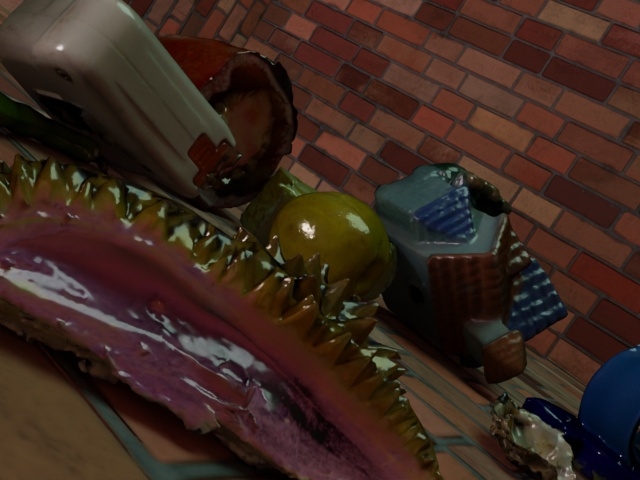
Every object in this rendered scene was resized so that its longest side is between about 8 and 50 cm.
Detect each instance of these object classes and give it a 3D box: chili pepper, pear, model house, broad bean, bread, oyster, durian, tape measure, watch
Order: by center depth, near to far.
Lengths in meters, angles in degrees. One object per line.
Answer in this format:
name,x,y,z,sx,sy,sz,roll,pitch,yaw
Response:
durian,-0.070,0.032,0.448,0.341,0.112,0.191,30,8,-11
oyster,0.222,0.217,0.789,0.103,0.051,0.148,35,21,-2
broad bean,-0.318,-0.127,0.817,0.069,0.039,0.227,35,3,27
tape measure,-0.265,-0.184,0.920,0.265,0.130,0.258,18,-23,39
pear,0.011,0.008,0.955,0.162,0.148,0.149,32,4,37
watch,0.425,0.242,0.984,0.196,0.200,0.171,33,7,-37
bread,0.000,0.000,1.126,0.257,0.124,0.186,34,12,6
model house,0.263,0.060,1.171,0.329,0.252,0.294,-133,-156,-57
chili pepper,-0.200,-0.207,1.199,0.305,0.229,0.251,33,-27,48
